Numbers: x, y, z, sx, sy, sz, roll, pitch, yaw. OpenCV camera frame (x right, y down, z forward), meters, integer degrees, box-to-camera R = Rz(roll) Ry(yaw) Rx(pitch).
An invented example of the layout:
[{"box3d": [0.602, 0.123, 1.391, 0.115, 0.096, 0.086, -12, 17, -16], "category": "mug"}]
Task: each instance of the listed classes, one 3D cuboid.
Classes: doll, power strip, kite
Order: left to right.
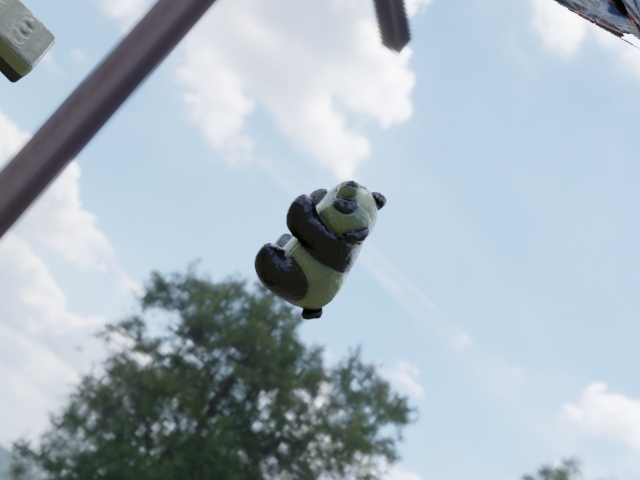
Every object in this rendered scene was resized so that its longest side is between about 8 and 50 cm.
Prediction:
[{"box3d": [-0.550, -0.381, 1.741, 0.070, 0.105, 0.257, -29, -63, 34], "category": "power strip"}, {"box3d": [0.000, 0.001, 1.667, 0.135, 0.234, 0.143, 34, 18, 5], "category": "doll"}, {"box3d": [0.274, -0.260, 1.064, 0.183, 0.241, 0.014, 62, -36, 14], "category": "kite"}]
